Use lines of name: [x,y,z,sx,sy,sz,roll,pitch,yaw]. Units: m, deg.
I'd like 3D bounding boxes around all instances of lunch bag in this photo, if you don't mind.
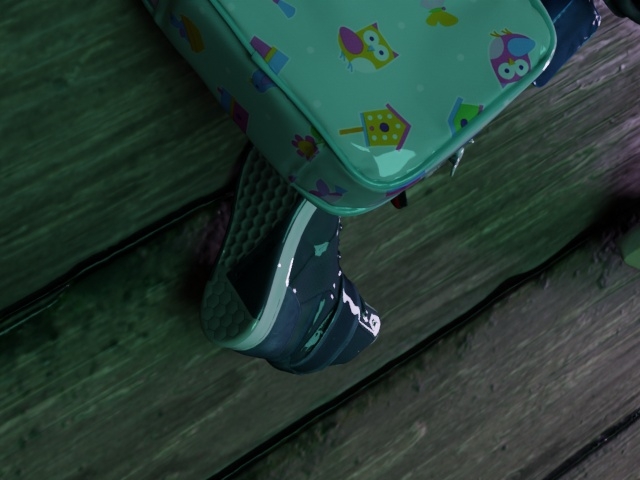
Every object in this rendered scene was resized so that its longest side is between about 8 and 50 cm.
lunch bag: [0.021,-0.167,1.076,0.224,0.108,0.279,-40,88,-24]
lunch bag: [0.185,-0.186,1.314,0.098,0.065,0.067,-45,146,-3]

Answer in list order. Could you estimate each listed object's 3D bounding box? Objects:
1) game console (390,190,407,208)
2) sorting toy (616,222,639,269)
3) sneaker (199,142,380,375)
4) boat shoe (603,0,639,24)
game console: [0.069,-0.118,1.211,0.085,0.124,0.144,-22,148,-3]
sorting toy: [0.450,-0.056,1.504,0.257,0.089,0.255,18,132,-43]
sneaker: [-0.002,0.000,1.234,0.163,0.086,0.226,32,78,-51]
boat shoe: [0.381,-0.243,1.355,0.500,0.156,0.187,7,130,-43]
